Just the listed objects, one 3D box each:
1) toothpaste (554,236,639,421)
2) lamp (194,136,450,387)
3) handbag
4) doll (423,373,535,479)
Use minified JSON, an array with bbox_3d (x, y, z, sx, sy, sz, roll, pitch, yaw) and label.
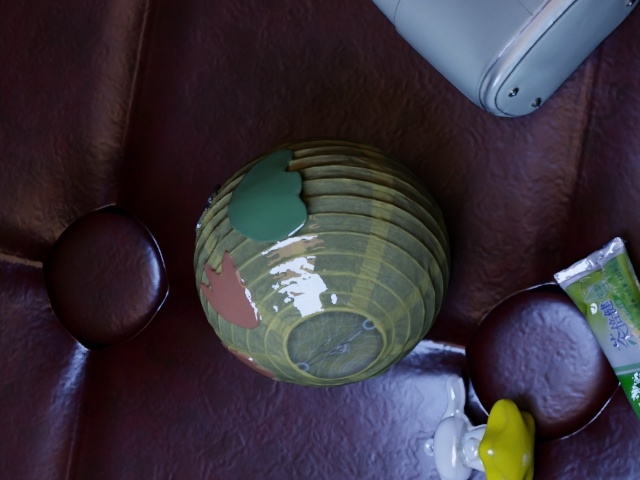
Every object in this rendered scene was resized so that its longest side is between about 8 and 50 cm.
[{"bbox_3d":[0.306,0.119,1.833,0.078,0.047,0.248,-32,72,18],"label":"toothpaste"},{"bbox_3d":[0.000,0.000,1.888,0.250,0.250,0.284,-27,41,21],"label":"lamp"},{"bbox_3d":[0.158,-0.287,1.924,0.241,0.109,0.315,-46,57,14],"label":"handbag"},{"bbox_3d":[0.147,0.209,1.892,0.113,0.071,0.135,26,102,32],"label":"doll"}]
